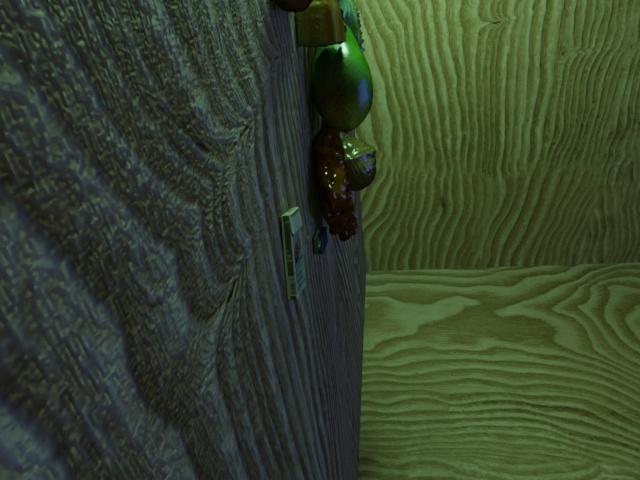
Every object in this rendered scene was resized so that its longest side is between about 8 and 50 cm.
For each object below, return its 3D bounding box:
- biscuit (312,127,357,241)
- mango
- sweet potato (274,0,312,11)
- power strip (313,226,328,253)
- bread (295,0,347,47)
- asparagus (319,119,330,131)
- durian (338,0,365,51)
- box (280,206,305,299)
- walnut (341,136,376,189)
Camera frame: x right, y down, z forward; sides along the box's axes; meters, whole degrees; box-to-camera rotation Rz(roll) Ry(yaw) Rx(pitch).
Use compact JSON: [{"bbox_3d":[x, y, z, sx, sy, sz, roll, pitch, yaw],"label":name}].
[{"bbox_3d":[0.048,-0.186,1.476,0.312,0.110,0.318,63,17,-63],"label":"biscuit"},{"bbox_3d":[0.066,-0.546,1.448,0.225,0.201,0.383,56,28,-77],"label":"mango"},{"bbox_3d":[-0.054,-0.602,1.058,0.292,0.097,0.098,-78,163,-62],"label":"sweet potato"},{"bbox_3d":[0.000,0.000,1.411,0.123,0.032,0.056,-69,155,-69],"label":"power strip"},{"bbox_3d":[0.001,-0.638,1.294,0.160,0.139,0.169,-29,115,-74],"label":"bread"},{"bbox_3d":[0.046,-0.502,1.591,0.067,0.059,0.278,19,80,-70],"label":"asparagus"},{"bbox_3d":[0.057,-0.756,1.654,0.198,0.163,0.395,-15,127,-41],"label":"durian"},{"bbox_3d":[-0.061,0.028,1.027,0.109,0.029,0.199,-59,146,-74],"label":"box"},{"bbox_3d":[0.129,-0.310,1.783,0.228,0.227,0.228,-3,90,-81],"label":"walnut"}]
